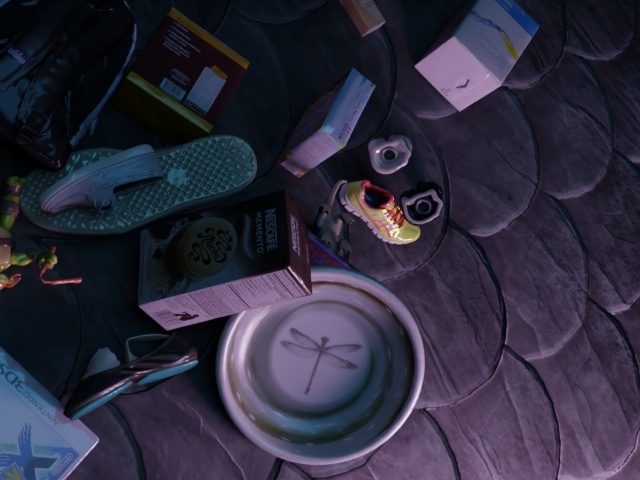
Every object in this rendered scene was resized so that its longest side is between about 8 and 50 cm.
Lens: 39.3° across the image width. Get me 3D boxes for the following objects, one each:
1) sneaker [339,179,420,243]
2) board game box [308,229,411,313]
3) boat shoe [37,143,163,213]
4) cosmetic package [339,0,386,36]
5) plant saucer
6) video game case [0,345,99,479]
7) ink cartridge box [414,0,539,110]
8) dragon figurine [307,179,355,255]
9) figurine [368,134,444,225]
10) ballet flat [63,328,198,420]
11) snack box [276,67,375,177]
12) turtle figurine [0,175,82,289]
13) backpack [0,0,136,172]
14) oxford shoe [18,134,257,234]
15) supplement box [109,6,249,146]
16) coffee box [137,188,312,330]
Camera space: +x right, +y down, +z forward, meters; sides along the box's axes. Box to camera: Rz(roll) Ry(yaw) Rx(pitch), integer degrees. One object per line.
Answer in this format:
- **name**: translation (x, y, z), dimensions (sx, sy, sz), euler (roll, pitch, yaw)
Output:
- **sneaker**: translation (0.143, -0.063, 1.975), dimensions (0.208, 0.094, 0.081), euler (32, 62, -17)
- **board game box**: translation (-0.011, 0.121, 1.794), dimensions (0.347, 0.056, 0.208), euler (38, 99, -13)
- **boat shoe**: translation (-0.387, -0.094, 1.601), dimensions (0.227, 0.079, 0.081), euler (-27, 83, -18)
- **cosmetic package**: translation (0.097, -0.550, 2.129), dimensions (0.060, 0.041, 0.115), euler (-35, 93, -32)
- **plant saucer**: translation (-0.002, 0.234, 1.744), dimensions (0.400, 0.100, 0.400), euler (-1, 102, -3)
- **video game case**: translation (-0.588, 0.357, 1.491), dimensions (0.300, 0.036, 0.329), euler (46, 60, -9)
- **ink cartridge box**: translation (0.379, -0.471, 2.180), dimensions (0.168, 0.171, 0.233), euler (42, 60, -11)
- **dragon figurine**: translation (0.000, 0.000, 1.882), dimensions (0.085, 0.144, 0.289), euler (18, 50, -24)
- **figurine**: translation (0.199, -0.148, 2.001), dimensions (0.215, 0.092, 0.209), euler (57, 16, -2)
- **ballet flat**: translation (-0.355, 0.233, 1.629), dimensions (0.280, 0.095, 0.096), euler (-20, 75, -41)
- **snack box**: translation (0.010, -0.245, 1.893), dimensions (0.070, 0.207, 0.174), euler (34, 63, -15)
- **turtle figurine**: translation (-0.561, -0.002, 1.581), dimensions (0.269, 0.087, 0.217), euler (0, 81, -19)
- **backpack**: translation (-0.500, -0.335, 1.636), dimensions (0.290, 0.273, 0.355), euler (37, 76, -18)
- **oxford shoe**: translation (-0.344, -0.102, 1.718), dimensions (0.449, 0.130, 0.169), euler (-13, 87, -16)
- **supplement box**: translation (-0.283, -0.318, 1.804), dimensions (0.191, 0.129, 0.194), euler (33, 62, -15)
- **coffee box**: translation (-0.174, 0.038, 1.639), dimensions (0.119, 0.297, 0.168), euler (54, 25, -53)
